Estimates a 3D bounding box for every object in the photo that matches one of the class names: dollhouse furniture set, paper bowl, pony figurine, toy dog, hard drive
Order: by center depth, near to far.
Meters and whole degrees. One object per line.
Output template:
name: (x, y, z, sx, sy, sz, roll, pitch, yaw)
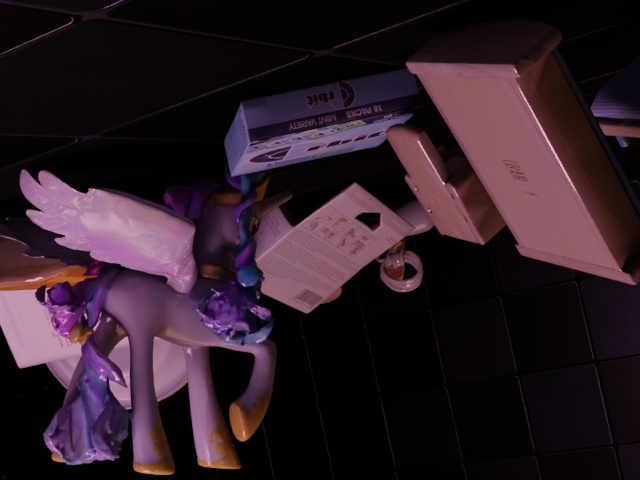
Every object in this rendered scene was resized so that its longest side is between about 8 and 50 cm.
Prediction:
dollhouse furniture set: (0.232, -0.153, 0.916, 0.303, 0.198, 0.286, -41, -155, -16)
pony figurine: (-0.193, 0.064, 1.227, 0.351, 0.363, 0.303, 9, 173, -31)
hard drive: (-0.315, 0.073, 1.716, 0.353, 0.047, 0.233, -11, 134, -4)
paper bowl: (-0.331, 0.141, 1.887, 0.284, 0.284, 0.148, -12, 175, 0)
toy dog: (0.093, 0.030, 2.365, 0.333, 0.220, 0.161, -4, 158, 22)

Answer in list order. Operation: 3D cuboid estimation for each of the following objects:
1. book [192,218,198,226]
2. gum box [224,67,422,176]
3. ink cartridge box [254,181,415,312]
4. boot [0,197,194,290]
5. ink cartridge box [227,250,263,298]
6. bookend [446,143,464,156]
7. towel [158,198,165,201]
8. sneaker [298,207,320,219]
book: (-0.211, -0.008, 1.582, 0.144, 0.035, 0.096, -9, 171, -1)
gum box: (-0.004, -0.107, 1.051, 0.157, 0.041, 0.184, -12, 177, -10)
ink cartridge box: (0.000, 0.000, 1.940, 0.261, 0.066, 0.296, -39, 153, 10)
boot: (-0.289, 0.056, 1.445, 0.295, 0.104, 0.211, -14, 142, 4)
ink cartridge box: (-0.217, 0.029, 1.550, 0.171, 0.056, 0.235, -22, 133, 30)
bookend: (0.261, -0.112, 1.597, 0.157, 0.072, 0.156, -11, 177, -23)
towel: (-0.205, -0.040, 1.530, 0.110, 0.027, 0.148, -8, 176, -41)
sneaker: (-0.014, 0.002, 2.164, 0.169, 0.108, 0.292, -11, 176, 22)
